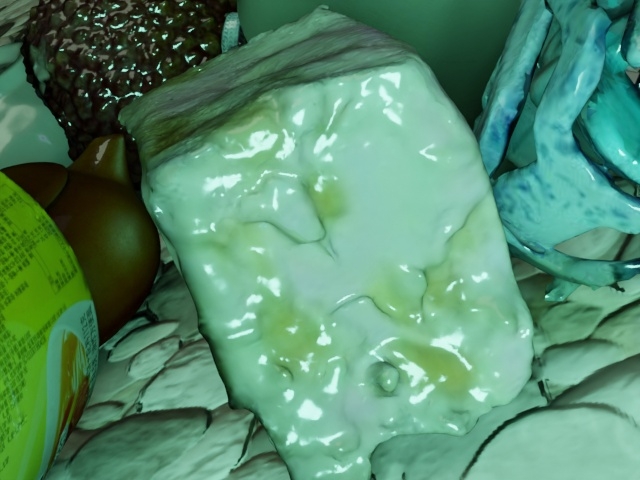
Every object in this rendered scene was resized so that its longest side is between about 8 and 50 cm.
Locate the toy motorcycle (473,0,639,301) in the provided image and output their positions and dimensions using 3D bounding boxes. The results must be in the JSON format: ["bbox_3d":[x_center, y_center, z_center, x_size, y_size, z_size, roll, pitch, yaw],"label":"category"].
[{"bbox_3d":[0.145,-0.076,0.693,0.206,0.154,0.260,-46,8,9],"label":"toy motorcycle"}]

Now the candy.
[{"bbox_3d":[0.000,0.000,0.639,0.137,0.185,0.195,-24,18,-5],"label":"candy"}]

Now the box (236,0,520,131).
[{"bbox_3d":[0.066,-0.193,0.851,0.226,0.149,0.226,5,54,-7],"label":"box"}]

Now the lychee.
[{"bbox_3d":[-0.133,-0.134,1.045,0.188,0.188,0.188,-22,23,10],"label":"lychee"}]

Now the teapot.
[{"bbox_3d":[-0.211,0.020,0.866,0.252,0.135,0.178,-38,21,-27],"label":"teapot"}]

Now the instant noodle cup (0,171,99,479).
[{"bbox_3d":[-0.239,0.075,0.651,0.264,0.264,0.200,-17,17,21],"label":"instant noodle cup"}]

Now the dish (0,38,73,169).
[{"bbox_3d":[-0.288,-0.088,1.190,0.303,0.120,0.303,-22,25,10],"label":"dish"}]

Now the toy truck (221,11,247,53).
[{"bbox_3d":[0.005,-0.145,1.011,0.098,0.114,0.227,4,33,14],"label":"toy truck"}]
